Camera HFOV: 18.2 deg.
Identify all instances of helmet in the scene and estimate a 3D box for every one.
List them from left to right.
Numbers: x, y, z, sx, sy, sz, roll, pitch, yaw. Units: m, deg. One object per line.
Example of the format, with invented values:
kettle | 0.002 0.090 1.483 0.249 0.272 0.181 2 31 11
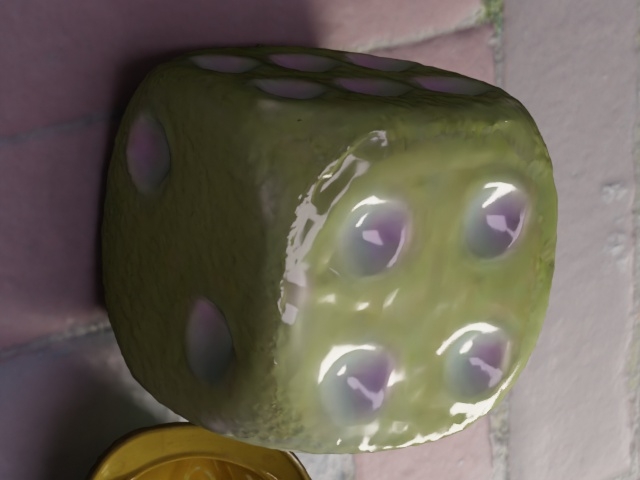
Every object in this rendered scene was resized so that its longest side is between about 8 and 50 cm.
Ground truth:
helmet | -0.093 0.222 1.526 0.205 0.140 0.257 0 112 -3

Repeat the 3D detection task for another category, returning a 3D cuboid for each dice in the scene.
dice | 0.000 0.000 1.443 0.252 0.254 0.250 -4 108 -37
